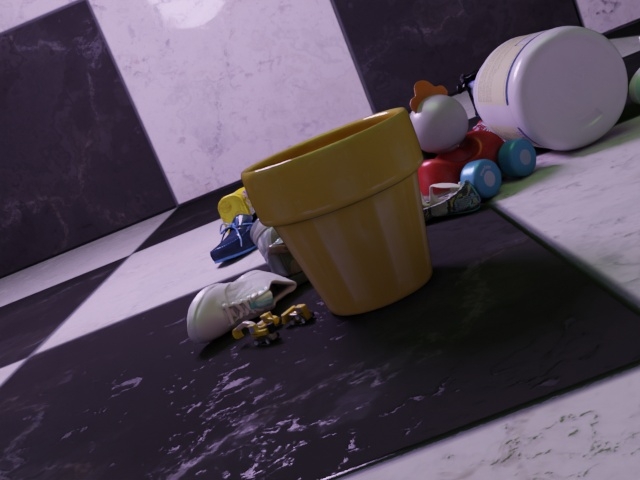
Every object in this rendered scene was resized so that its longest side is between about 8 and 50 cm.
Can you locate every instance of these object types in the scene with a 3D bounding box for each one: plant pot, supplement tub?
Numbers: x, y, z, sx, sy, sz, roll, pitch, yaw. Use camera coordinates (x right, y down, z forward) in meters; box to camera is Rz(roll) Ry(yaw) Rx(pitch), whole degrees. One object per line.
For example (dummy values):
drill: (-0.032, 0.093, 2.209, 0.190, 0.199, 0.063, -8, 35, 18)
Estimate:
plant pot: (0.046, -0.035, 1.130, 0.254, 0.239, 0.254, -22, 11, 5)
supplement tub: (0.460, -0.312, 1.642, 0.235, 0.236, 0.325, -23, 11, -2)

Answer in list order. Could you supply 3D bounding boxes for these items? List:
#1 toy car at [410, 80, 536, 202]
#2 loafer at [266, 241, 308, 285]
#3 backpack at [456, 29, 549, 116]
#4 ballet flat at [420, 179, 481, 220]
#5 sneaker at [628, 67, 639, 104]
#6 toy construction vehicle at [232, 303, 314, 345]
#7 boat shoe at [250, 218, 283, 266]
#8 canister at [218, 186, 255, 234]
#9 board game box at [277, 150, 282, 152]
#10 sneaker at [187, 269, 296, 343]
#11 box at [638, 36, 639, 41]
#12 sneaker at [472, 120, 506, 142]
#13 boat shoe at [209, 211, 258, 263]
toy car: (0.254, -0.204, 1.526, 0.210, 0.238, 0.219, -29, 13, -31)
loafer: (0.000, 0.000, 1.450, 0.096, 0.084, 0.267, -13, 15, 39)
backpack: (0.538, -0.412, 2.036, 0.276, 0.213, 0.263, -37, 10, -33)
ballet flat: (0.201, -0.069, 1.443, 0.188, 0.070, 0.070, -16, 13, 31)
sneaker: (0.760, -0.344, 1.584, 0.255, 0.094, 0.151, -23, 14, 1)
toy construction vehicle: (-0.072, 0.119, 1.160, 0.098, 0.035, 0.086, -11, 15, 44)
boat shoe: (0.019, -0.043, 1.604, 0.320, 0.103, 0.118, -22, -34, -15)
canister: (-0.201, -0.072, 2.075, 0.073, 0.126, 0.170, -20, 9, 12)
board game box: (0.113, -0.267, 2.129, 0.389, 0.050, 0.390, -18, 10, -19)
sneaker: (-0.122, 0.100, 1.268, 0.094, 0.080, 0.212, 1, 22, 36)
box: (0.904, -0.467, 1.809, 0.262, 0.127, 0.231, -10, 15, 43)
sneaker: (0.426, -0.269, 1.938, 0.118, 0.067, 0.042, -12, 16, 43)
boat shoe: (-0.190, -0.023, 1.910, 0.109, 0.089, 0.258, -16, 13, 31)
